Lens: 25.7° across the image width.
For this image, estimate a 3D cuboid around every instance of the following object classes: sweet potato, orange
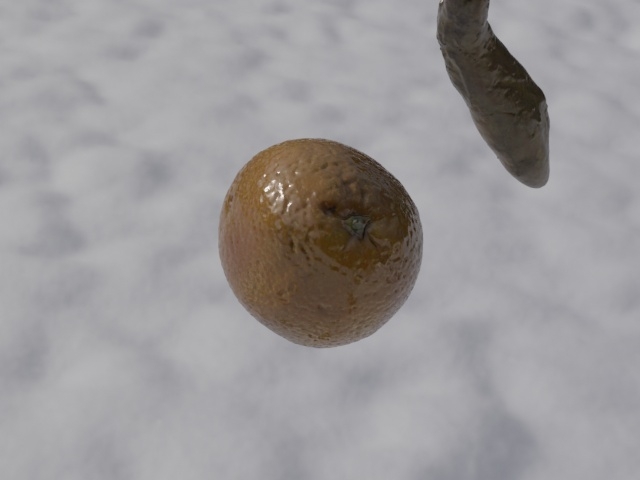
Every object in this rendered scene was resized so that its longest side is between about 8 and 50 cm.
[{"bbox_3d":[0.081,-0.080,0.666,0.041,0.153,0.038,-10,45,17],"label":"sweet potato"},{"bbox_3d":[0.000,0.000,0.516,0.085,0.085,0.085,10,27,-5],"label":"orange"}]
